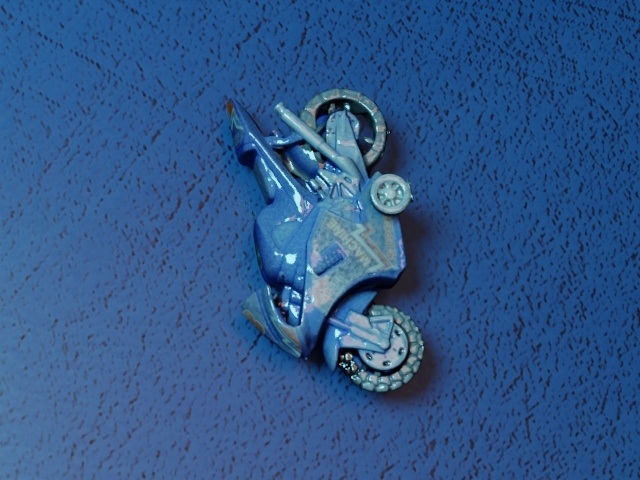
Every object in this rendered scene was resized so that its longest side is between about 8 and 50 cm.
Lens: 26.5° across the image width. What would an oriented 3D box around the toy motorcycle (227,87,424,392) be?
[{"bbox_3d":[0.000,0.000,0.869,0.114,0.076,0.205,-7,76,-8],"label":"toy motorcycle"}]
